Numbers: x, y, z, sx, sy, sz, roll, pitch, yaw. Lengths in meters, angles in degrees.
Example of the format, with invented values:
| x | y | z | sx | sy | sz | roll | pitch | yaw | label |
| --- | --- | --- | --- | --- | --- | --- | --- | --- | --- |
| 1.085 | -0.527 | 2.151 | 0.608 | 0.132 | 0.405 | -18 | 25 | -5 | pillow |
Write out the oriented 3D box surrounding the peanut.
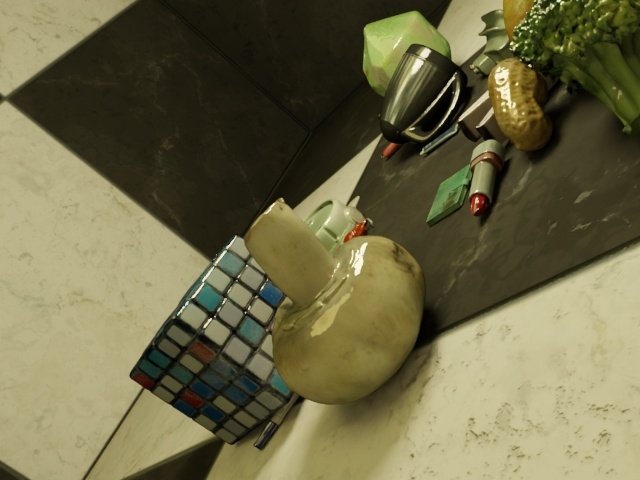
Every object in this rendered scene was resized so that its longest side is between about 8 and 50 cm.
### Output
| x | y | z | sx | sy | sz | roll | pitch | yaw | label |
| --- | --- | --- | --- | --- | --- | --- | --- | --- | --- |
| 0.381 | -0.260 | 1.205 | 0.108 | 0.095 | 0.226 | -21 | 50 | 26 | peanut |

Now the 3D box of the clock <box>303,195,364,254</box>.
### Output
| x | y | z | sx | sy | sz | roll | pitch | yaw | label |
| --- | --- | --- | --- | --- | --- | --- | --- | --- | --- |
| 0.000 | 0.000 | 1.795 | 0.265 | 0.108 | 0.324 | -30 | 25 | 52 | clock |

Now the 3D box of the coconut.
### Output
| x | y | z | sx | sy | sz | roll | pitch | yaw | label |
| --- | --- | --- | --- | --- | --- | --- | --- | --- | --- |
| 0.275 | -0.612 | 2.128 | 0.281 | 0.328 | 0.328 | -48 | 13 | 19 | coconut |

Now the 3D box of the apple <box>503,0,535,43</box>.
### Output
| x | y | z | sx | sy | sz | roll | pitch | yaw | label |
| --- | --- | --- | --- | --- | --- | --- | --- | --- | --- |
| 0.475 | -0.440 | 1.155 | 0.264 | 0.264 | 0.264 | -47 | 13 | 15 | apple |

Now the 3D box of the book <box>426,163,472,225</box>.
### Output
| x | y | z | sx | sy | sz | roll | pitch | yaw | label |
| --- | --- | --- | --- | --- | --- | --- | --- | --- | --- |
| 0.280 | -0.101 | 1.364 | 0.103 | 0.017 | 0.135 | -37 | 19 | 47 | book |

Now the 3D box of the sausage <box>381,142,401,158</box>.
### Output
| x | y | z | sx | sy | sz | roll | pitch | yaw | label |
| --- | --- | --- | --- | --- | --- | --- | --- | --- | --- |
| 0.283 | -0.348 | 2.014 | 0.253 | 0.034 | 0.034 | -45 | 14 | 24 | sausage |

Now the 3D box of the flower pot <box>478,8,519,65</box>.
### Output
| x | y | z | sx | sy | sz | roll | pitch | yaw | label |
| --- | --- | --- | --- | --- | --- | --- | --- | --- | --- |
| 0.424 | -0.596 | 1.488 | 0.254 | 0.367 | 0.164 | -47 | 10 | 7 | flower pot |

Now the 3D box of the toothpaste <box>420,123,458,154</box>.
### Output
| x | y | z | sx | sy | sz | roll | pitch | yaw | label |
| --- | --- | --- | --- | --- | --- | --- | --- | --- | --- |
| 0.317 | -0.266 | 1.699 | 0.140 | 0.021 | 0.037 | -35 | 27 | 43 | toothpaste |

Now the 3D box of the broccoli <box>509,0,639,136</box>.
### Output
| x | y | z | sx | sy | sz | roll | pitch | yaw | label |
| --- | --- | --- | --- | --- | --- | --- | --- | --- | --- |
| 0.427 | -0.303 | 0.923 | 0.288 | 0.235 | 0.260 | -14 | 39 | -14 | broccoli |

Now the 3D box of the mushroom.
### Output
| x | y | z | sx | sy | sz | roll | pitch | yaw | label |
| --- | --- | --- | --- | --- | --- | --- | --- | --- | --- |
| 0.002 | 0.091 | 1.069 | 0.314 | 0.336 | 0.314 | -43 | 7 | 6 | mushroom |

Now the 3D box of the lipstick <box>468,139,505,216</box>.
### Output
| x | y | z | sx | sy | sz | roll | pitch | yaw | label |
| --- | --- | --- | --- | --- | --- | --- | --- | --- | --- |
| 0.312 | -0.109 | 1.214 | 0.063 | 0.057 | 0.186 | -36 | 24 | 46 | lipstick |

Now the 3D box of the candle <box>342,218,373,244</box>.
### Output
| x | y | z | sx | sy | sz | roll | pitch | yaw | label |
| --- | --- | --- | --- | --- | --- | --- | --- | --- | --- |
| 0.093 | -0.008 | 1.661 | 0.048 | 0.053 | 0.162 | -27 | 24 | 47 | candle |

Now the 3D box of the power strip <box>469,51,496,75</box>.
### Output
| x | y | z | sx | sy | sz | roll | pitch | yaw | label |
| --- | --- | --- | --- | --- | --- | --- | --- | --- | --- |
| 0.534 | -0.566 | 1.749 | 0.286 | 0.048 | 0.080 | -46 | 16 | 17 | power strip |

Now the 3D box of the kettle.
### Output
| x | y | z | sx | sy | sz | roll | pitch | yaw | label |
| --- | --- | --- | --- | --- | --- | --- | --- | --- | --- |
| 0.291 | -0.394 | 1.855 | 0.271 | 0.250 | 0.207 | -56 | -17 | 4 | kettle |

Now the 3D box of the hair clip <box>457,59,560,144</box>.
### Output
| x | y | z | sx | sy | sz | roll | pitch | yaw | label |
| --- | --- | --- | --- | --- | --- | --- | --- | --- | --- |
| 0.439 | -0.335 | 1.344 | 0.331 | 0.085 | 0.101 | -45 | 15 | -2 | hair clip |

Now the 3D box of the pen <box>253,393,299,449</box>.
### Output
| x | y | z | sx | sy | sz | roll | pitch | yaw | label |
| --- | --- | --- | --- | --- | --- | --- | --- | --- | --- |
| -0.070 | 0.336 | 1.296 | 0.204 | 0.025 | 0.025 | -53 | 13 | -13 | pen |

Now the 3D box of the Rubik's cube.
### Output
| x | y | z | sx | sy | sz | roll | pitch | yaw | label |
| --- | --- | --- | --- | --- | --- | --- | --- | --- | --- |
| -0.191 | 0.218 | 1.391 | 0.287 | 0.293 | 0.292 | -45 | 13 | 43 | Rubik's cube |
